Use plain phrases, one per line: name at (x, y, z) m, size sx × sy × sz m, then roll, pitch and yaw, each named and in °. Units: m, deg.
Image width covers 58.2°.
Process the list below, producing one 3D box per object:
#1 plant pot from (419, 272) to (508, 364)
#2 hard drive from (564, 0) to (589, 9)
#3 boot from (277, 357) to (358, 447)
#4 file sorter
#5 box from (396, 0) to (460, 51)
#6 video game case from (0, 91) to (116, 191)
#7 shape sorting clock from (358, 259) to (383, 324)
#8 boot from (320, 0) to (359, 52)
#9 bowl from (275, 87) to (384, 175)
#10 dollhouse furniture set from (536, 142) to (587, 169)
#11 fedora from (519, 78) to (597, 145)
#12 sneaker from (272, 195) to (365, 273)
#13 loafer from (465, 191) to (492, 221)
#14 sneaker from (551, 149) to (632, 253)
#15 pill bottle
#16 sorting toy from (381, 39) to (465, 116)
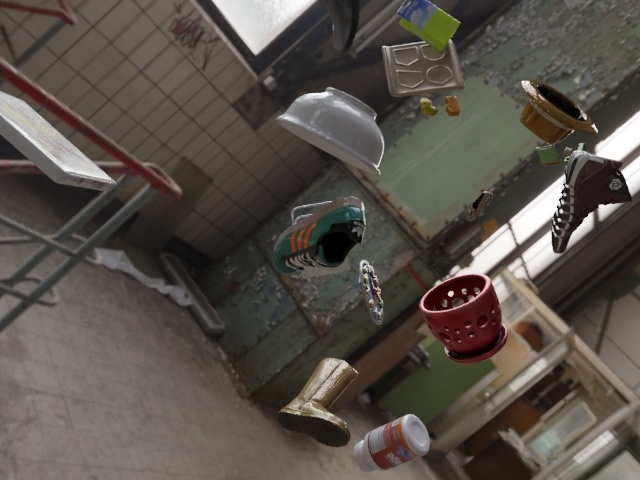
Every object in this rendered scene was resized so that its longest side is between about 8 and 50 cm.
plant pot at (0.370, 0.200, 1.456) m, size 0.174 × 0.191 × 0.191 m, roll 62°, pitch 1°, yaw -16°
hard drive at (0.777, -0.736, 1.410) m, size 0.047 × 0.353 × 0.233 m, roll 31°, pitch 56°, yaw -44°
boot at (0.035, 0.449, 1.647) m, size 0.236 × 0.269 × 0.089 m, roll 11°, pitch -61°, yaw 30°
file sorter at (0.000, 0.000, 2.238) m, size 0.278 × 0.192 × 0.173 m, roll 77°, pitch 4°, yaw -61°
box at (0.325, -0.669, 1.755) m, size 0.178 × 0.109 × 0.042 m, roll 33°, pitch -18°, yaw -1°
video game case at (-0.452, -0.165, 0.920) m, size 0.227 × 0.026 × 0.206 m, roll 42°, pitch 1°, yaw -1°
shape sorting clock at (0.161, 0.159, 1.787) m, size 0.206 × 0.040 × 0.206 m, roll -18°, pitch 90°, yaw -78°
boot at (-0.009, -0.649, 1.484) m, size 0.338 × 0.222 × 0.118 m, roll 94°, pitch -8°, yaw -47°
bowl at (0.047, -0.287, 1.433) m, size 0.298 × 0.134 × 0.298 m, roll 27°, pitch 4°, yaw -2°
dollhouse furniture set at (0.762, -0.262, 1.826) m, size 0.151 × 0.058 × 0.076 m, roll -5°, pitch -46°, yaw 43°
fedora at (0.468, -0.251, 1.175) m, size 0.194 × 0.079 × 0.194 m, roll 22°, pitch 36°, yaw -17°
sneaker at (-0.013, 0.018, 1.351) m, size 0.108 × 0.302 × 0.121 m, roll 26°, pitch 44°, yaw -30°
loafer at (0.526, -0.118, 1.938) m, size 0.039 × 0.125 × 0.045 m, roll 10°, pitch 38°, yaw -39°
sneaker at (0.686, -0.081, 1.447) m, size 0.106 × 0.162 × 0.281 m, roll -62°, pitch 158°, yaw -57°
pill bottle at (0.208, 0.614, 1.718) m, size 0.121 × 0.216 × 0.121 m, roll 35°, pitch 35°, yaw -29°
sorting toy at (0.314, -0.483, 1.731) m, size 0.041 × 0.229 × 0.307 m, roll 84°, pitch 2°, yaw -59°
